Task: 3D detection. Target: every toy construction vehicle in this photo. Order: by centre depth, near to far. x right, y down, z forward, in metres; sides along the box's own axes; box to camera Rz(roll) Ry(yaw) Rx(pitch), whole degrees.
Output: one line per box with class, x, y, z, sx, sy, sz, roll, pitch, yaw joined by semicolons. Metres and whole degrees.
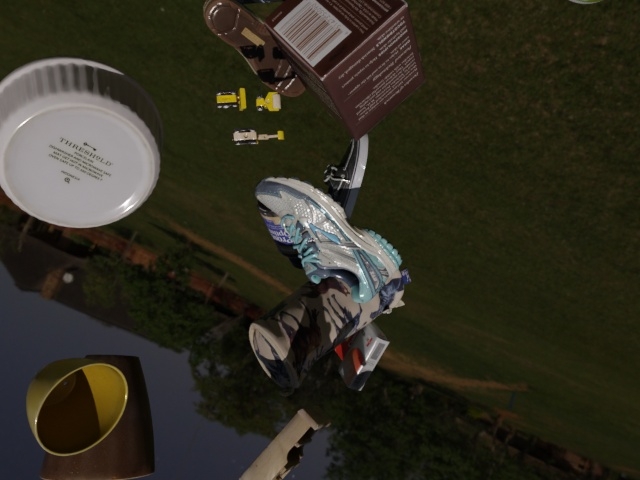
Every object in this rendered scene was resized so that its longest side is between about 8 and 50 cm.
toy construction vehicle;-0.108;-0.191;0.820;0.098;0.085;0.035;-7;-178;-6

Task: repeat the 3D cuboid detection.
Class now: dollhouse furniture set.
dollhouse furniture set;0.012;0.426;0.889;0.242;0.161;0.212;41;178;21

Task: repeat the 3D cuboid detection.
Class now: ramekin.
ramekin;-0.381;-0.141;0.837;0.273;0.273;0.127;32;-162;-41

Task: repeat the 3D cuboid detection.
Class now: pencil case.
pencil case;0.023;0.167;1.195;0.183;0.410;0.160;52;146;7

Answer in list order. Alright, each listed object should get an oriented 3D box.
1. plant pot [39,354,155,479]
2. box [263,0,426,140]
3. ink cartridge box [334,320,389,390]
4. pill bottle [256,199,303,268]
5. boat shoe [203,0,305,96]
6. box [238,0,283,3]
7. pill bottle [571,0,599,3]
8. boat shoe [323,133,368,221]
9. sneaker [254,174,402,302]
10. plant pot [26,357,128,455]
plant pot;-0.440;0.354;1.085;0.216;0.230;0.215;1;165;0
box;0.047;-0.312;0.876;0.168;0.167;0.203;50;-176;25
ink cartridge box;0.085;0.254;1.293;0.045;0.145;0.179;23;-168;-28
pill bottle;-0.066;-0.034;1.329;0.123;0.123;0.219;17;144;37
boat shoe;-0.121;-0.392;1.043;0.257;0.095;0.095;38;-162;-42
box;-0.113;-0.510;0.974;0.180;0.077;0.147;-3;178;1
pill bottle;0.402;-0.398;0.659;0.136;0.136;0.245;25;-174;-9
boat shoe;0.057;-0.171;1.526;0.105;0.306;0.113;14;-166;-9
sneaker;0.000;0.000;0.890;0.283;0.122;0.110;34;162;-4
plant pot;-0.364;0.224;0.763;0.095;0.134;0.134;17;169;36
